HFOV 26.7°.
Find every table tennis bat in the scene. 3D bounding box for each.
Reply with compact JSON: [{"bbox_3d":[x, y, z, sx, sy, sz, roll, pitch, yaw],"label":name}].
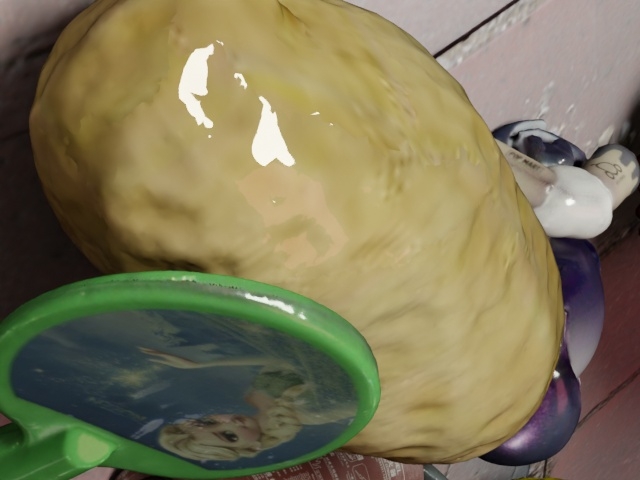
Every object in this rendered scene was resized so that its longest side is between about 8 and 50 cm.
[{"bbox_3d":[-0.089,0.076,0.583,0.160,0.039,0.257,30,139,-35],"label":"table tennis bat"}]

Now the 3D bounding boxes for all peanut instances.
[{"bbox_3d":[0.000,0.000,0.643,0.192,0.169,0.387,-26,146,11],"label":"peanut"}]

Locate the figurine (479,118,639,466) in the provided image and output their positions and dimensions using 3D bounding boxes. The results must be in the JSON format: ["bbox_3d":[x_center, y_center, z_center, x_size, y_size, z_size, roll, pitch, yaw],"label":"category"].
[{"bbox_3d":[0.136,0.042,0.890,0.145,0.145,0.222,-18,130,-45],"label":"figurine"}]

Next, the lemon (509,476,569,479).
[{"bbox_3d":[0.199,0.339,1.162,0.268,0.268,0.322,-55,154,4],"label":"lemon"}]

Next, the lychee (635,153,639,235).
[{"bbox_3d":[0.472,-0.073,0.984,0.500,0.424,0.424,-33,151,8],"label":"lychee"}]

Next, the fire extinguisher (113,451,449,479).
[{"bbox_3d":[-0.007,0.164,0.855,0.269,0.105,0.104,-5,125,-53],"label":"fire extinguisher"}]
